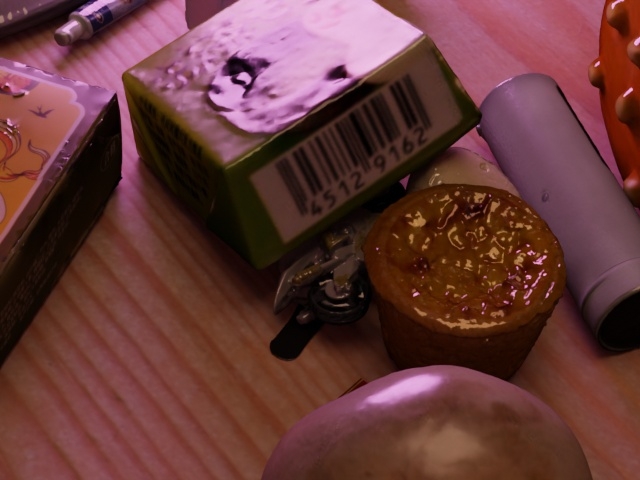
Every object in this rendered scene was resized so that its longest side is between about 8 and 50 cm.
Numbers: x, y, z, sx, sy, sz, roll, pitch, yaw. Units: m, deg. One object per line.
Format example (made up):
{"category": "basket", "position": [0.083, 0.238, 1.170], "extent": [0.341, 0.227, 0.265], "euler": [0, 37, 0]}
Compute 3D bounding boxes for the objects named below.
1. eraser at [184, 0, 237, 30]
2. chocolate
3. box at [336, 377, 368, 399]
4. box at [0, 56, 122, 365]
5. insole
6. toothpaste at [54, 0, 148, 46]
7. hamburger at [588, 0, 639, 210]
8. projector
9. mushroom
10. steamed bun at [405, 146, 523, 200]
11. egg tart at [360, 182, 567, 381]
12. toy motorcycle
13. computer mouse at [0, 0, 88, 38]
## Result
{"category": "eraser", "position": [-0.032, -0.344, 1.922], "extent": [0.287, 0.130, 0.086], "euler": [-30, 54, -27]}
{"category": "chocolate", "position": [-0.035, -0.151, 1.658], "extent": [0.301, 0.137, 0.289], "euler": [-33, 42, -13]}
{"category": "box", "position": [0.053, 0.177, 1.515], "extent": [0.082, 0.023, 0.051], "euler": [35, 55, 25]}
{"category": "box", "position": [-0.453, -0.032, 1.593], "extent": [0.373, 0.138, 0.420], "euler": [17, 49, 11]}
{"category": "insole", "position": [-0.008, 0.078, 1.616], "extent": [0.045, 0.002, 0.135], "euler": [25, 50, 19]}
{"category": "toothpaste", "position": [-0.253, -0.296, 1.924], "extent": [0.062, 0.037, 0.216], "euler": [28, 46, 22]}
{"category": "hamburger", "position": [0.453, -0.172, 1.640], "extent": [0.277, 0.396, 0.396], "euler": [-5, 48, -11]}
{"category": "projector", "position": [0.276, -0.036, 1.677], "extent": [0.108, 0.108, 0.337], "euler": [-11, 49, -14]}
{"category": "mushroom", "position": [0.093, 0.242, 1.335], "extent": [0.297, 0.297, 0.290], "euler": [10, 11, 4]}
{"category": "steamed bun", "position": [0.148, -0.032, 1.666], "extent": [0.130, 0.091, 0.112], "euler": [38, 42, 7]}
{"category": "egg tart", "position": [0.135, 0.058, 1.549], "extent": [0.202, 0.147, 0.202], "euler": [3, 47, -4]}
{"category": "toy motorcycle", "position": [0.000, 0.000, 1.640], "extent": [0.152, 0.073, 0.225], "euler": [7, 45, 13]}
{"category": "computer mouse", "position": [-0.424, -0.325, 1.900], "extent": [0.331, 0.095, 0.197], "euler": [-26, 58, -25]}
